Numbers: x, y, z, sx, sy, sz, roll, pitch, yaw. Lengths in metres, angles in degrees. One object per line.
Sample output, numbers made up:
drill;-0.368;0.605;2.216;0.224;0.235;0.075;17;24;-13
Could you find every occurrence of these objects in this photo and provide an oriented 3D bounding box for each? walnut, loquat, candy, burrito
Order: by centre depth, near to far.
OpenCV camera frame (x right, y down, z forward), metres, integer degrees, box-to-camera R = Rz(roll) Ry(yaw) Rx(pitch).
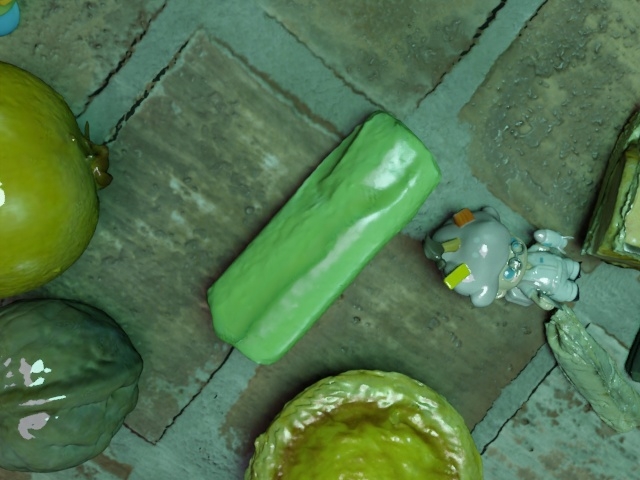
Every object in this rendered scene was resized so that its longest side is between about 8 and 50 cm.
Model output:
loquat;-0.366;-0.065;0.803;0.274;0.275;0.275;0;102;-2
walnut;-0.326;0.171;0.875;0.224;0.224;0.224;0;102;-2
candy;0.000;0.000;0.890;0.132;0.142;0.343;42;97;4
burrito;0.373;0.178;0.982;0.229;0.063;0.058;47;61;-17

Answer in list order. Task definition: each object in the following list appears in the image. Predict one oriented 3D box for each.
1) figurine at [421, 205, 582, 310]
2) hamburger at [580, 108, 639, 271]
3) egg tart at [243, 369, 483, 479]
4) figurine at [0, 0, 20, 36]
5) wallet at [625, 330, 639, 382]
figurine;0.225;0.025;0.919;0.229;0.112;0.137;15;74;-11
hamburger;0.423;-0.059;0.902;0.155;0.135;0.208;11;83;-5
egg tart;0.056;0.309;0.963;0.318;0.128;0.319;0;100;0
figurine;-0.459;-0.287;0.826;0.262;0.154;0.180;-27;111;21
wallet;0.526;0.096;0.972;0.168;0.052;0.245;16;105;-4
